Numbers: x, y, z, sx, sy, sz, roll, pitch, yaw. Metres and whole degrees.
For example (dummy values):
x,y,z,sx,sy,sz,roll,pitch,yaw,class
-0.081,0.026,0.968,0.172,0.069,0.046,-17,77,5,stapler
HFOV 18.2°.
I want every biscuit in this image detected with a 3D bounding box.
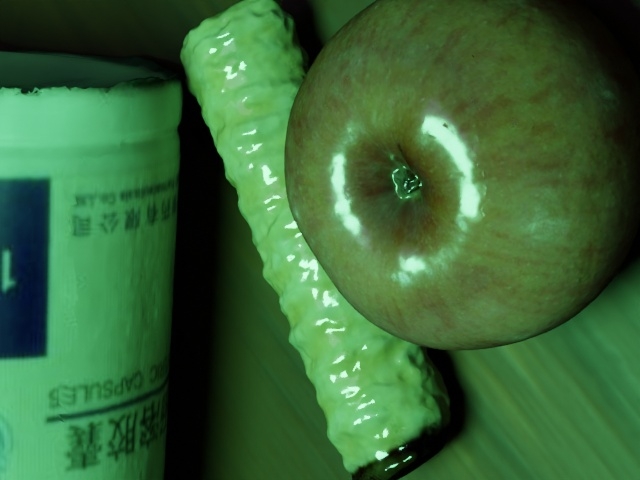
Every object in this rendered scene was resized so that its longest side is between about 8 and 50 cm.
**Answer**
x,y,z,sx,sy,sz,roll,pitch,yaw,class
0.000,0.000,0.880,0.061,0.055,0.219,-29,80,29,biscuit

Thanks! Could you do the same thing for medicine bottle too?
x,y,z,sx,sy,sz,roll,pitch,yaw,class
-0.165,0.080,0.924,0.190,0.190,0.332,11,103,34,medicine bottle

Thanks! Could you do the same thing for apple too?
x,y,z,sx,sy,sz,roll,pitch,yaw,class
0.056,-0.031,0.796,0.153,0.120,0.153,5,100,34,apple
